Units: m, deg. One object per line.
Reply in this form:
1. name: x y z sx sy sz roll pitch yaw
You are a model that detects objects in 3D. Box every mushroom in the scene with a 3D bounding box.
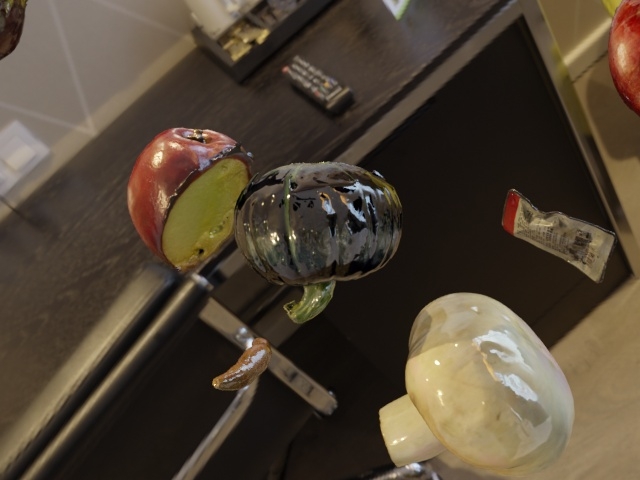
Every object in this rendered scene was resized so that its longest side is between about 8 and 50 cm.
1. mushroom: 0.263 0.251 1.349 0.353 0.325 0.353 -6 50 7

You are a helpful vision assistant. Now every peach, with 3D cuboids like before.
1. peach: -0.313 -0.106 1.738 0.258 0.361 0.201 -21 51 -41

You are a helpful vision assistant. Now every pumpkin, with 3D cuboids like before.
1. pumpkin: 0.000 0.000 1.307 0.296 0.296 0.295 -21 44 22

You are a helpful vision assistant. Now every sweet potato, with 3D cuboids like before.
1. sweet potato: -0.141 0.247 1.553 0.078 0.058 0.255 -19 9 17

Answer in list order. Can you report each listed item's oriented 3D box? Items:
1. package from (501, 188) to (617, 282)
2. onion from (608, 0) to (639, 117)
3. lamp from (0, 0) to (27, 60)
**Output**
1. package: 0.485 -0.011 1.577 0.239 0.154 0.030 28 61 24
2. onion: 0.536 -0.264 1.064 0.276 0.276 0.276 -21 44 22
3. lamp: -0.363 -0.257 0.776 0.157 0.156 0.135 31 57 4
